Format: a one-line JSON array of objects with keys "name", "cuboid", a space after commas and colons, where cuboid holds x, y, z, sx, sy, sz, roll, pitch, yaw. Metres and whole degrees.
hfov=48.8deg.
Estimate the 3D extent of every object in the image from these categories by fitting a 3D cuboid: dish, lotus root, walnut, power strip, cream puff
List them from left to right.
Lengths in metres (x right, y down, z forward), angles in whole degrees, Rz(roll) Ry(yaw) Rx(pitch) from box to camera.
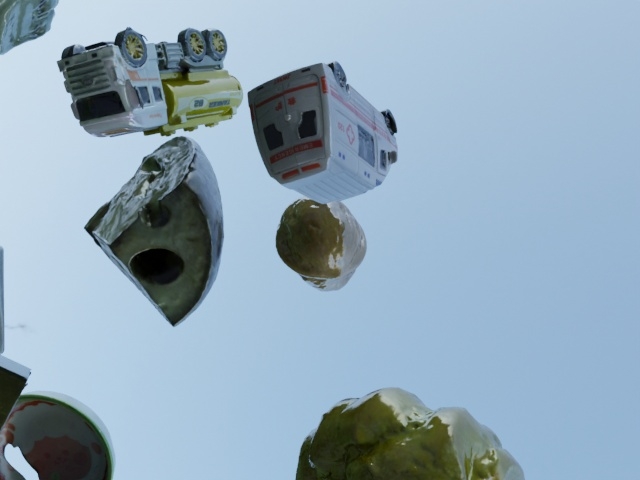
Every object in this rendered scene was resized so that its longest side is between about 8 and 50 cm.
[{"name": "power strip", "cuboid": [-0.334, -0.272, 0.796, 0.064, 0.213, 0.198, 34, -33, -10]}, {"name": "dish", "cuboid": [-0.601, 0.471, 1.581, 0.324, 0.124, 0.324, 1, -78, 5]}, {"name": "lotus root", "cuboid": [-0.194, -0.014, 0.903, 0.210, 0.142, 0.314, -45, -156, 0]}, {"name": "walnut", "cuboid": [0.000, 0.000, 1.154, 0.166, 0.149, 0.167, 168, -90, -78]}, {"name": "cream puff", "cuboid": [0.058, 0.237, 0.608, 0.195, 0.194, 0.221, 56, -47, 23]}]

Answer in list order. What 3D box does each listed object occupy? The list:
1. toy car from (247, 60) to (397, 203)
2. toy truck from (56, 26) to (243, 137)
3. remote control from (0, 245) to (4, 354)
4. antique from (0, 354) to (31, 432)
[{"name": "toy car", "cuboid": [0.016, -0.089, 0.690, 0.089, 0.209, 0.108, -18, -107, 22]}, {"name": "toy truck", "cuboid": [-0.180, -0.176, 0.803, 0.098, 0.227, 0.114, -5, -78, 29]}, {"name": "remote control", "cuboid": [-0.552, 0.099, 1.171, 0.027, 0.050, 0.184, 167, -79, -66]}, {"name": "antique", "cuboid": [-0.471, 0.150, 0.848, 0.081, 0.221, 0.080, -63, -162, -10]}]
